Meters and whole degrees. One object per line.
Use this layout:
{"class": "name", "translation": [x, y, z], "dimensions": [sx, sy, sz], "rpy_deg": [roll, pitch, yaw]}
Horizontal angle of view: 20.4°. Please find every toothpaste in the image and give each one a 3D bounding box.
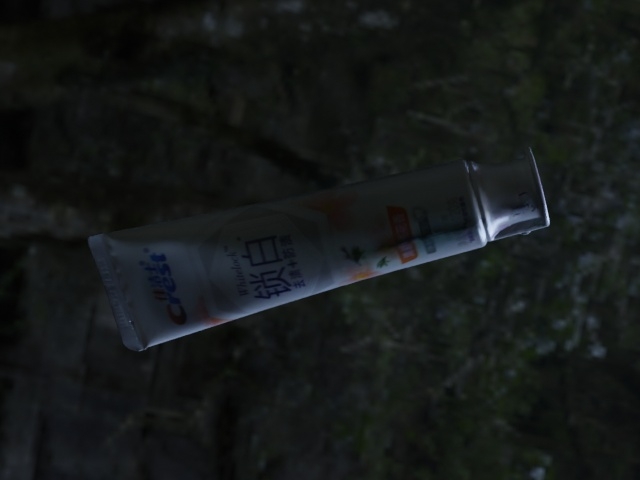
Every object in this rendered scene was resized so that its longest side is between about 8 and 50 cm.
{"class": "toothpaste", "translation": [0.000, 0.000, 1.278], "dimensions": [0.066, 0.323, 0.100], "rpy_deg": [-94, 169, -63]}
